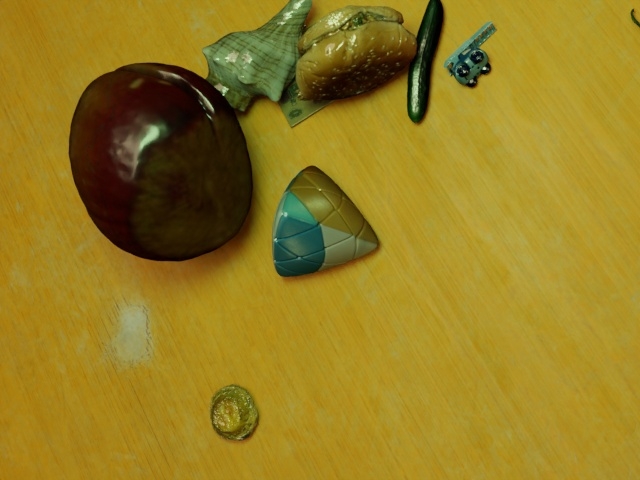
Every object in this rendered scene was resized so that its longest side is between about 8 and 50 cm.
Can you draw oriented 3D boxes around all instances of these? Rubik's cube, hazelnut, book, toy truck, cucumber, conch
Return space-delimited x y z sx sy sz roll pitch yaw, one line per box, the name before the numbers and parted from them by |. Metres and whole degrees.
Rubik's cube | 0.000 0.000 1.585 0.254 0.254 0.254 -2 83 21
hazelnut | -0.350 -0.151 1.568 0.402 0.429 0.402 -10 43 9
book | -0.039 -0.383 1.695 0.168 0.013 0.192 -30 75 15
toy truck | 0.328 -0.389 1.530 0.136 0.063 0.074 -42 52 9
cucumber | 0.223 -0.393 1.572 0.056 0.056 0.284 9 87 22
conch | -0.155 -0.396 1.646 0.203 0.169 0.386 46 118 -5

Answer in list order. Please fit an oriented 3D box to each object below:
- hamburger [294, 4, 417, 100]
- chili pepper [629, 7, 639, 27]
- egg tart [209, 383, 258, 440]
hamburger | 0.059 -0.391 1.535 0.286 0.243 0.146 -17 82 22
chili pepper | 0.712 -0.365 1.371 0.279 0.065 0.122 17 89 22
egg tart | -0.202 0.390 1.654 0.130 0.052 0.130 -3 81 24
